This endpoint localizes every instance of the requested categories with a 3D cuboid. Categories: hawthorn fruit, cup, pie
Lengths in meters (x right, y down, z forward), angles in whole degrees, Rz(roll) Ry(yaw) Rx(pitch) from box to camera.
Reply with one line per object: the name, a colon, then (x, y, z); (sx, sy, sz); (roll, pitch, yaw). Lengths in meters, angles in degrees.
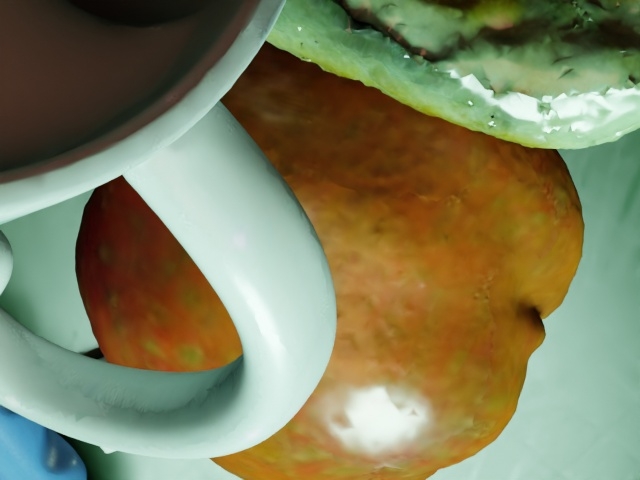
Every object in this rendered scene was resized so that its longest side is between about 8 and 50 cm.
hawthorn fruit: (0.000, 0.000, 0.604); (0.189, 0.189, 0.189); (-2, 113, -6)
cup: (-0.150, -0.068, 0.471); (0.356, 0.274, 0.259); (51, 55, -19)
pie: (0.067, -0.140, 0.554); (0.240, 0.054, 0.240); (2, 68, -4)

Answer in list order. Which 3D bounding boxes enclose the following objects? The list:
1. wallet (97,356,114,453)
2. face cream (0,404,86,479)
wallet: (-0.061, 0.059, 0.709); (0.083, 0.011, 0.044); (-22, 113, 3)
face cream: (-0.188, 0.085, 0.666); (0.149, 0.083, 0.264); (-30, 113, 6)
